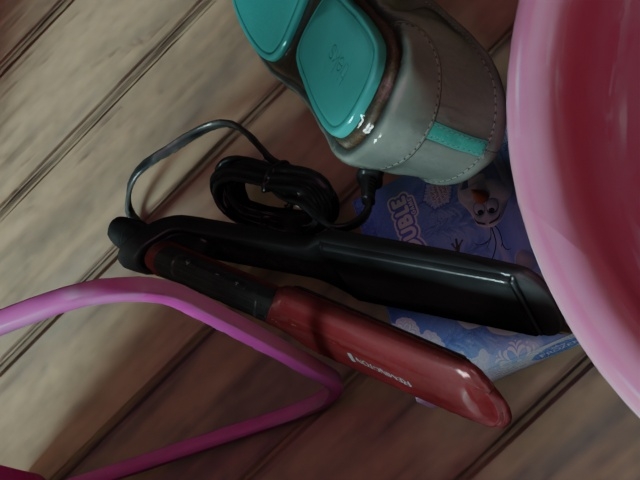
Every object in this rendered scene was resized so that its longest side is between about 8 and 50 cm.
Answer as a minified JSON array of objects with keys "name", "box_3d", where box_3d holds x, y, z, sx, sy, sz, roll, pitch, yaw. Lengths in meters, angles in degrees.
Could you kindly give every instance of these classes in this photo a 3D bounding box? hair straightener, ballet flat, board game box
[{"name":"hair straightener","box_3d":[0.000,0.000,0.579,0.230,0.047,0.089,16,63,44]},{"name":"ballet flat","box_3d":[0.015,-0.084,0.589,0.072,0.068,0.213,-62,28,22]},{"name":"board game box","box_3d":[0.066,0.007,0.567,0.090,0.020,0.090,-27,64,19]}]

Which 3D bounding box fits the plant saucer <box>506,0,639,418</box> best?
[{"name":"plant saucer","box_3d":[0.229,-0.053,0.469,0.332,0.084,0.332,-7,72,24]}]

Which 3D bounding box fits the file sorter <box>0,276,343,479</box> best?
[{"name":"file sorter","box_3d":[-0.070,0.183,0.476,0.182,0.202,0.290,-20,66,18]}]
